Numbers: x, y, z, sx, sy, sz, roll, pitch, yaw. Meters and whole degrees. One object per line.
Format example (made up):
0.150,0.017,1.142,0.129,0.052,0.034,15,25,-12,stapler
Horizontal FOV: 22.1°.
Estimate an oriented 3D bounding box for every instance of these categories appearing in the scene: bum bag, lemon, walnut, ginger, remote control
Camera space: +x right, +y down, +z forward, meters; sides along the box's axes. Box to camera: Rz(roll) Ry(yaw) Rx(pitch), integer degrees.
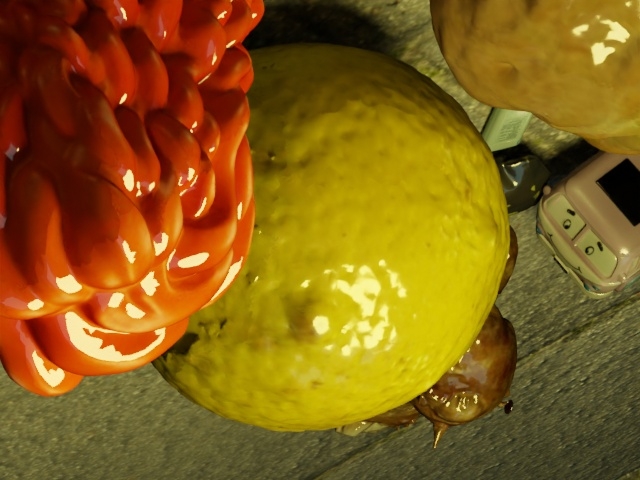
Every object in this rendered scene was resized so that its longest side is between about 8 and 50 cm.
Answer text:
0.152,-0.043,1.844,0.233,0.060,0.106,-20,148,-10,bum bag
0.000,0.000,1.454,0.387,0.349,0.350,11,141,-35,lemon
0.256,-0.233,1.278,0.306,0.306,0.344,-4,143,-35,walnut
0.109,0.152,2.006,0.176,0.254,0.418,18,146,-23,ginger
0.205,-0.134,1.752,0.053,0.018,0.124,-13,154,-17,remote control

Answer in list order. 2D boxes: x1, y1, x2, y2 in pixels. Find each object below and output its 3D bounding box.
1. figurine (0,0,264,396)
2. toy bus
-0.204,-0.112,1.004,0.306,0.412,0.241,-47,157,-19,figurine
0.354,-0.042,1.877,0.202,0.142,0.142,-37,167,-9,toy bus
